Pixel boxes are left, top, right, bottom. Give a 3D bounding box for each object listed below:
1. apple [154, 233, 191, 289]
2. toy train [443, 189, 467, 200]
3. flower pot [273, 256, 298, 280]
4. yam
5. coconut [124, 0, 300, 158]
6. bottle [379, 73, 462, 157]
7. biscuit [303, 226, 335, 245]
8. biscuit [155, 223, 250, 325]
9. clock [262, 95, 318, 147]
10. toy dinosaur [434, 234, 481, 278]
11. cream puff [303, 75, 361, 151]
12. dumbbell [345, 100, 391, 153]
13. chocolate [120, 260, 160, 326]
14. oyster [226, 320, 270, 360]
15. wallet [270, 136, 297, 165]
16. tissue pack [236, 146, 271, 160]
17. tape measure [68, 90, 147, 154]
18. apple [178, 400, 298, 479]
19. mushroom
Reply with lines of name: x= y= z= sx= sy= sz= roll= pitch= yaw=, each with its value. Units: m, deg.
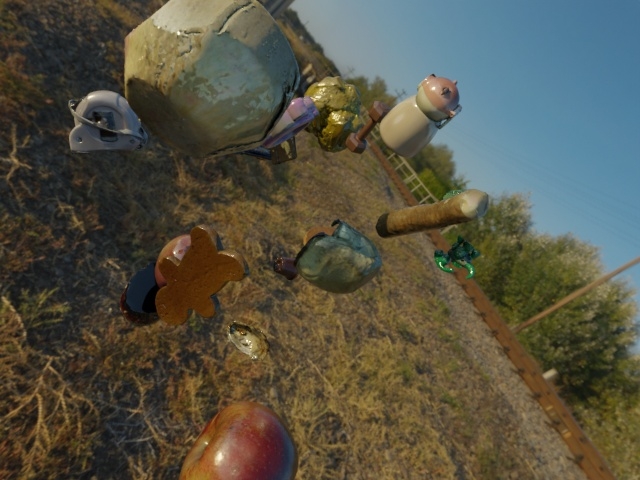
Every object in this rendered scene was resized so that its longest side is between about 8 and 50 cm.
apple: x=-0.576 y=0.120 z=1.792 sx=0.306 sy=0.306 sz=0.235 roll=38 pitch=41 yaw=-40
toy train: x=0.574 y=-0.154 z=1.654 sx=0.070 sy=0.172 sz=0.099 roll=-30 pitch=120 yaw=-37
flower pot: x=-0.155 y=0.115 z=1.818 sx=0.089 sy=0.111 sz=0.111 roll=23 pitch=30 yaw=-37
yam: x=0.252 y=-0.057 z=0.993 sx=0.081 sy=0.081 sz=0.357 roll=48 pitch=-22 yaw=-11
coconut: x=-0.222 y=-0.361 z=0.878 sx=0.352 sy=0.353 sz=0.352 roll=46 pitch=16 yaw=-17
bottle: x=0.288 y=-0.356 z=1.150 sx=0.148 sy=0.236 sz=0.147 roll=16 pitch=56 yaw=-25
biscuit: x=0.000 y=0.000 z=1.834 sx=0.142 sy=0.029 sz=0.220 roll=33 pitch=42 yaw=9
biscuit: x=-0.446 y=0.143 z=1.458 sx=0.283 sy=0.432 sz=0.064 roll=44 pitch=24 yaw=4
clock: x=-0.117 y=-0.379 z=1.322 sx=0.090 sy=0.228 sz=0.248 roll=58 pitch=11 yaw=-10
toy dinosaur: x=0.340 y=0.047 z=1.013 sx=0.059 sy=0.096 sz=0.132 roll=33 pitch=17 yaw=-34
cream puff: x=0.037 y=-0.555 z=1.852 sx=0.274 sy=0.323 sz=0.269 roll=10 pitch=55 yaw=-15
dumbbell: x=0.188 y=-0.443 z=1.620 sx=0.082 sy=0.231 sz=0.092 roll=27 pitch=47 yaw=-14
chocolate: x=-0.784 y=0.265 z=1.915 sx=0.225 sy=0.210 sz=0.340 roll=33 pitch=39 yaw=-7
oyster: x=-0.240 y=0.322 z=1.350 sx=0.177 sy=0.105 sz=0.056 roll=14 pitch=18 yaw=22
wallet: x=-0.180 y=-0.497 z=1.772 sx=0.044 sy=0.170 sz=0.321 roll=-9 pitch=94 yaw=-46
tissue pack: x=-0.384 y=-0.451 z=1.906 sx=0.332 sy=0.123 sz=0.245 roll=7 pitch=10 yaw=-38
tape measure: x=-0.699 y=-0.386 z=1.340 sx=0.120 sy=0.236 sz=0.197 roll=-120 pitch=-152 yaw=-59
apple: x=-0.225 y=0.640 z=1.152 sx=0.277 sy=0.348 sz=0.348 roll=41 pitch=17 yaw=-9
mushroom: x=0.060 y=0.065 z=1.123 sx=0.164 sy=0.189 sz=0.267 roll=46 pitch=10 yaw=18
